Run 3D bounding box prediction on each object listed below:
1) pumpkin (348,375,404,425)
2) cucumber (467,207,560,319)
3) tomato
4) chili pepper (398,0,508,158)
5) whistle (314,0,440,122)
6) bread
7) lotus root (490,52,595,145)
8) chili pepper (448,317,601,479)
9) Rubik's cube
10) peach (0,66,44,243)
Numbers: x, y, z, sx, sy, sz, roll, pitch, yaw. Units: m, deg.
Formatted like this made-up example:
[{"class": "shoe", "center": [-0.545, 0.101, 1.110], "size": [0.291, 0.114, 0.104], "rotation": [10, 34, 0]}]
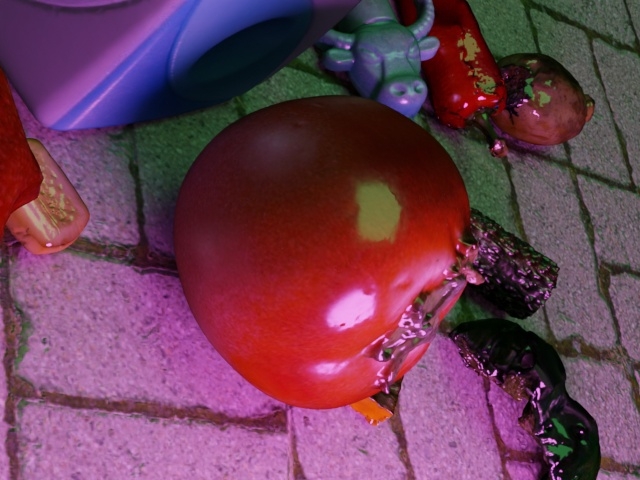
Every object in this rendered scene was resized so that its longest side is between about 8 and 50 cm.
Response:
[{"class": "pumpkin", "center": [0.053, 0.155, 1.444], "size": [0.083, 0.054, 0.074], "rotation": [37, 38, -15]}, {"class": "cucumber", "center": [0.146, -0.020, 1.636], "size": [0.359, 0.096, 0.096], "rotation": [32, 45, -23]}, {"class": "tomato", "center": [0.000, 0.000, 1.324], "size": [0.321, 0.321, 0.321], "rotation": [25, 48, -32]}, {"class": "chili pepper", "center": [0.184, -0.273, 1.833], "size": [0.110, 0.110, 0.388], "rotation": [0, 62, -45]}, {"class": "whistle", "center": [0.074, -0.260, 1.724], "size": [0.186, 0.093, 0.274], "rotation": [-10, 66, -21]}, {"class": "bread", "center": [-0.280, -0.040, 1.238], "size": [0.115, 0.056, 0.082], "rotation": [53, 43, -11]}, {"class": "lotus root", "center": [0.333, -0.204, 1.919], "size": [0.214, 0.138, 0.138], "rotation": [13, 56, -40]}, {"class": "chili pepper", "center": [0.270, 0.196, 1.586], "size": [0.264, 0.116, 0.148], "rotation": [56, 36, 0]}, {"class": "Rubik's cube", "center": [-0.163, -0.346, 1.336], "size": [0.347, 0.351, 0.352], "rotation": [-19, 81, -49]}, {"class": "peach", "center": [-0.398, -0.066, 0.951], "size": [0.372, 0.290, 0.373], "rotation": [18, 53, -26]}]
